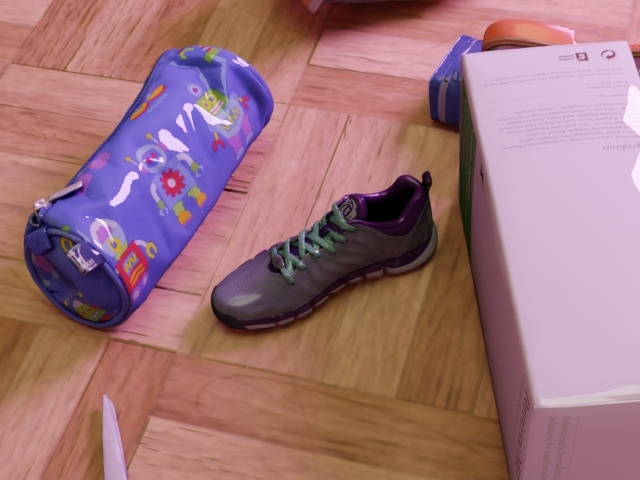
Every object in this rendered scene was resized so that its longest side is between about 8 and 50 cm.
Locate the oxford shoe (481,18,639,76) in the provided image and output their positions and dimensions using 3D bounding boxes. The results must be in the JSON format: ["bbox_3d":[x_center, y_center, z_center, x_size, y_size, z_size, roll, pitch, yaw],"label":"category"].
[{"bbox_3d":[0.280,-0.132,1.112,0.271,0.097,0.098,12,70,13],"label":"oxford shoe"}]

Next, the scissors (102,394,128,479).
[{"bbox_3d":[-0.159,0.247,0.903,0.109,0.021,0.297,-25,53,-13],"label":"scissors"}]

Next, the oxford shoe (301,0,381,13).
[{"bbox_3d":[0.149,-0.349,1.331,0.449,0.169,0.130,-16,84,-18],"label":"oxford shoe"}]

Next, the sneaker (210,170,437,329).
[{"bbox_3d":[0.000,0.000,1.052,0.223,0.098,0.083,-23,51,-15],"label":"sneaker"}]

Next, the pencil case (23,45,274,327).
[{"bbox_3d":[-0.162,-0.062,1.103,0.119,0.133,0.306,-10,38,43],"label":"pencil case"}]

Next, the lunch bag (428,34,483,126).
[{"bbox_3d":[0.152,-0.166,1.203,0.065,0.067,0.098,20,54,21],"label":"lunch bag"}]

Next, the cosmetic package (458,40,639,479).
[{"bbox_3d":[0.210,0.029,0.946,0.155,0.197,0.366,-4,47,1],"label":"cosmetic package"}]
